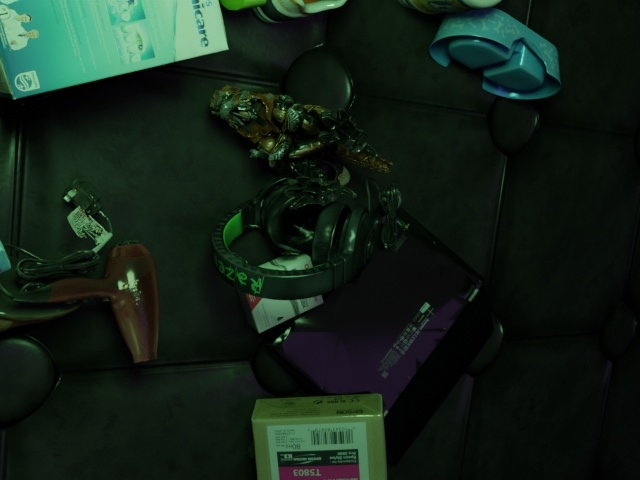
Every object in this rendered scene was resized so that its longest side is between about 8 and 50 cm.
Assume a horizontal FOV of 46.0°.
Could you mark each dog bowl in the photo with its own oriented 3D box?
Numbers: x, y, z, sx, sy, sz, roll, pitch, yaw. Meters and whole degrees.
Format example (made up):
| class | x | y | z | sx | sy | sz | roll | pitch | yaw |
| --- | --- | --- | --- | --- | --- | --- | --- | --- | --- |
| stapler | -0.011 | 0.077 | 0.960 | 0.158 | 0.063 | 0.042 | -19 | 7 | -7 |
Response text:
| class | x | y | z | sx | sy | sz | roll | pitch | yaw |
| --- | --- | --- | --- | --- | --- | --- | --- | --- | --- |
| dog bowl | 0.347 | -0.364 | 1.467 | 0.297 | 0.166 | 0.074 | 19 | 78 | -34 |

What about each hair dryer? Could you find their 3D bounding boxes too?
| class | x | y | z | sx | sy | sz | roll | pitch | yaw |
| --- | --- | --- | --- | --- | --- | --- | --- | --- | --- |
| hair dryer | -0.342 | 0.072 | 1.134 | 0.293 | 0.080 | 0.224 | 50 | 49 | -19 |

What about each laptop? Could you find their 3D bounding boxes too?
| class | x | y | z | sx | sy | sz | roll | pitch | yaw |
| --- | --- | --- | --- | --- | --- | --- | --- | --- | --- |
| laptop | 0.145 | 0.200 | 1.544 | 0.408 | 0.236 | 0.382 | 40 | 76 | -3 |

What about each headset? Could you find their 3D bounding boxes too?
| class | x | y | z | sx | sy | sz | roll | pitch | yaw |
| --- | --- | --- | --- | --- | --- | --- | --- | --- | --- |
| headset | 0.000 | 0.000 | 1.289 | 0.394 | 0.243 | 0.185 | -29 | 133 | -35 |

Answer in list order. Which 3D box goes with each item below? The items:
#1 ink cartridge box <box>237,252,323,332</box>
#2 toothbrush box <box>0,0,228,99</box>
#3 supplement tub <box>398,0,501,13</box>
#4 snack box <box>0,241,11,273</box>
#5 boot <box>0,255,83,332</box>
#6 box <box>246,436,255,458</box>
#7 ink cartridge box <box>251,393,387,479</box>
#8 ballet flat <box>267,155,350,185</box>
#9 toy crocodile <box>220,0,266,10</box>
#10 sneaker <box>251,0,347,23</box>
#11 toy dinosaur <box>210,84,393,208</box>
| class | x | y | z | sx | sy | sz | roll | pitch | yaw |
| --- | --- | --- | --- | --- | --- | --- | --- | --- | --- |
| ink cartridge box | -0.073 | 0.089 | 1.346 | 0.135 | 0.056 | 0.099 | -24 | 112 | -19 |
| toothbrush box | -0.309 | -0.288 | 1.024 | 0.295 | 0.216 | 0.126 | -23 | 113 | -28 |
| supplement tub | 0.229 | -0.479 | 1.334 | 0.144 | 0.199 | 0.144 | -7 | 105 | -30 |
| snack box | -0.585 | 0.022 | 0.943 | 0.322 | 0.187 | 0.060 | -27 | 157 | -25 |
| boot | -0.497 | 0.100 | 1.080 | 0.305 | 0.112 | 0.115 | -3 | 137 | -40 |
| box | -0.095 | 0.374 | 1.427 | 0.067 | 0.018 | 0.083 | 24 | 88 | -34 |
| ink cartridge box | 0.002 | 0.384 | 1.360 | 0.234 | 0.088 | 0.193 | -4 | 104 | 3 |
| ballet flat | -0.016 | -0.123 | 1.347 | 0.173 | 0.049 | 0.058 | 9 | 97 | -34 |
| toy crocodile | -0.131 | -0.526 | 1.150 | 0.115 | 0.105 | 0.341 | -5 | 103 | -32 |
| sneaker | 0.034 | -0.467 | 1.260 | 0.321 | 0.127 | 0.126 | -43 | 119 | -19 |
| toy dinosaur | -0.014 | -0.174 | 1.236 | 0.321 | 0.218 | 0.164 | -5 | 121 | -21 |
